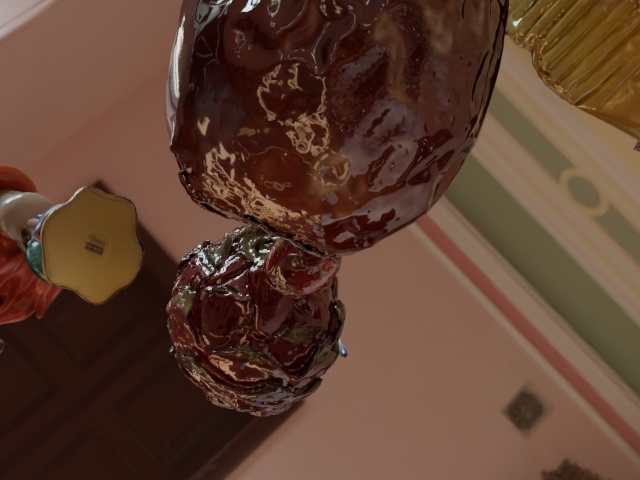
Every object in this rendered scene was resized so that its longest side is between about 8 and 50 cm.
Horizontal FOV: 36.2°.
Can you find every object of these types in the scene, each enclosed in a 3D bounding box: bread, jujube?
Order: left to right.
[{"bbox_3d":[0.012,-0.111,0.553,0.183,0.243,0.183,22,-12,5],"label":"jujube"},{"bbox_3d":[0.279,-0.172,0.815,0.250,0.179,0.133,32,-53,-14],"label":"bread"}]

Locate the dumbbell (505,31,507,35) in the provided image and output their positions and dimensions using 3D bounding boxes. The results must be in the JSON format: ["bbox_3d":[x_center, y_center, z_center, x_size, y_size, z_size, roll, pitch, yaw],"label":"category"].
[{"bbox_3d":[0.160,-0.345,1.145,0.290,0.192,0.192,41,-23,-4],"label":"dumbbell"}]

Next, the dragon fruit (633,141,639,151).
[{"bbox_3d":[0.512,-0.178,1.338,0.083,0.162,0.106,40,-18,2],"label":"dragon fruit"}]

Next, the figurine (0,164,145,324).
[{"bbox_3d":[-0.392,0.008,1.334,0.257,0.181,0.208,6,-66,40],"label":"figurine"}]

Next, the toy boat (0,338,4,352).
[{"bbox_3d":[-0.524,0.154,1.337,0.077,0.185,0.075,23,-72,27],"label":"toy boat"}]

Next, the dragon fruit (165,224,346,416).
[{"bbox_3d":[-0.109,0.138,1.668,0.329,0.329,0.329,39,-25,22],"label":"dragon fruit"}]

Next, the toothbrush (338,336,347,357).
[{"bbox_3d":[0.040,0.226,2.339,0.027,0.021,0.269,33,8,-13],"label":"toothbrush"}]

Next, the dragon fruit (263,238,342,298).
[{"bbox_3d":[0.000,0.000,1.259,0.094,0.190,0.094,38,14,-12],"label":"dragon fruit"}]
